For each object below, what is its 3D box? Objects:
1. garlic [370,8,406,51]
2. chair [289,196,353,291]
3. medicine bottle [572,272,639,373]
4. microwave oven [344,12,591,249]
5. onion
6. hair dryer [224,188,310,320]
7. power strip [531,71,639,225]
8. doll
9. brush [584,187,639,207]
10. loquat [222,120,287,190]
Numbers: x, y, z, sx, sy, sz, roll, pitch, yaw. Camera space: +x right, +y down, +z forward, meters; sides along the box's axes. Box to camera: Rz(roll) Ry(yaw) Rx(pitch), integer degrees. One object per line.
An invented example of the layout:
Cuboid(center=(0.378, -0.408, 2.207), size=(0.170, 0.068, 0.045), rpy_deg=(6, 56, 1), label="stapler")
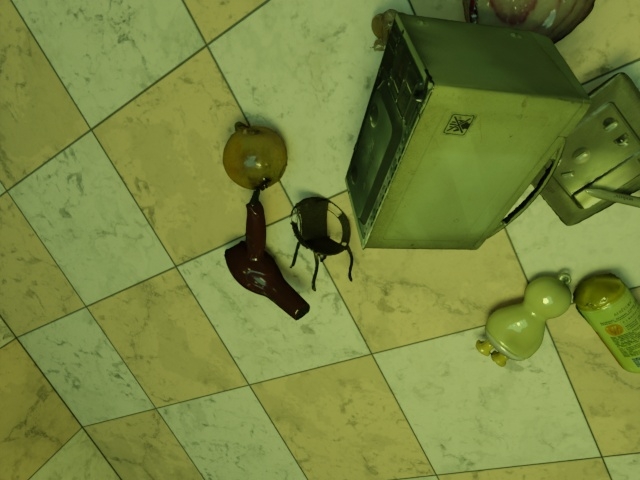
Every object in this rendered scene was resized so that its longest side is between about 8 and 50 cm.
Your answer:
Cuboid(center=(0.162, -0.466, 0.991), size=(0.113, 0.094, 0.074), rpy_deg=(27, 78, 13), label="garlic")
Cuboid(center=(0.000, 0.000, 1.201), size=(0.149, 0.174, 0.214), rpy_deg=(28, 123, 53), label="chair")
Cuboid(center=(0.705, 0.189, 1.062), size=(0.124, 0.124, 0.239), rpy_deg=(-37, 95, 29), label="medicine bottle")
Cuboid(center=(0.247, -0.192, 0.883), size=(0.332, 0.247, 0.395), rpy_deg=(2, 142, -13), label="microwave oven")
Cuboid(center=(0.395, -0.513, 0.857), size=(0.279, 0.146, 0.315), rpy_deg=(-17, 123, 3), label="onion")
Cuboid(center=(-0.146, 0.024, 1.224), size=(0.312, 0.123, 0.341), rpy_deg=(34, 136, 30), label="hair dryer")
Cuboid(center=(0.575, -0.186, 0.958), size=(0.257, 0.092, 0.251), rpy_deg=(-38, 105, 28), label="power strip")
Cuboid(center=(0.524, 0.197, 1.141), size=(0.141, 0.117, 0.296), rpy_deg=(38, 106, 8), label="doll")
Cuboid(center=(0.697, -0.076, 0.951), size=(0.298, 0.042, 0.039), rpy_deg=(12, 146, -3), label="brush")
Cuboid(center=(-0.175, -0.223, 1.177), size=(0.172, 0.149, 0.205), rpy_deg=(-29, 84, 28), label="loquat")
